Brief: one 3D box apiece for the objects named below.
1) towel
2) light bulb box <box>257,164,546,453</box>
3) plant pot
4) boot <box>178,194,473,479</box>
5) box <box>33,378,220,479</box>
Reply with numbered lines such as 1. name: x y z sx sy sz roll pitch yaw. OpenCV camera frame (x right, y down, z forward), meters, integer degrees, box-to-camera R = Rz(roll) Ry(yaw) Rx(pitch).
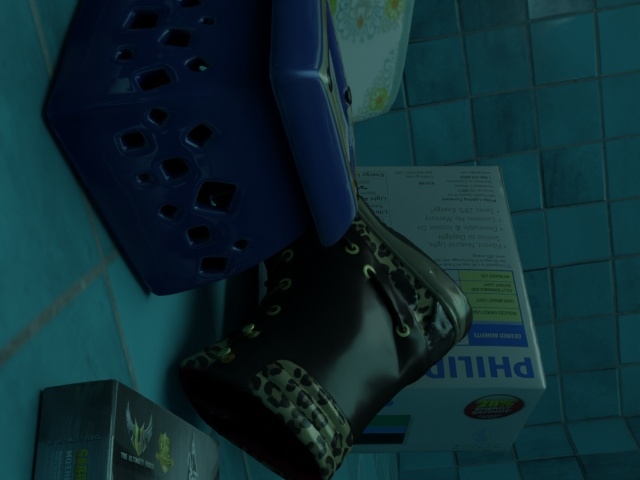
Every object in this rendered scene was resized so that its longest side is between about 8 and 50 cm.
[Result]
1. towel: 0.011 -0.345 1.156 0.320 0.090 0.375 -18 127 -38
2. light bulb box: 0.090 0.096 1.074 0.225 0.357 0.361 91 -2 -54
3. plant pot: -0.082 -0.118 0.694 0.236 0.212 0.236 73 11 -47
4. boot: -0.047 0.062 0.831 0.284 0.377 0.138 -44 170 -38
5. box: -0.132 0.222 0.561 0.231 0.056 0.183 67 17 -62
